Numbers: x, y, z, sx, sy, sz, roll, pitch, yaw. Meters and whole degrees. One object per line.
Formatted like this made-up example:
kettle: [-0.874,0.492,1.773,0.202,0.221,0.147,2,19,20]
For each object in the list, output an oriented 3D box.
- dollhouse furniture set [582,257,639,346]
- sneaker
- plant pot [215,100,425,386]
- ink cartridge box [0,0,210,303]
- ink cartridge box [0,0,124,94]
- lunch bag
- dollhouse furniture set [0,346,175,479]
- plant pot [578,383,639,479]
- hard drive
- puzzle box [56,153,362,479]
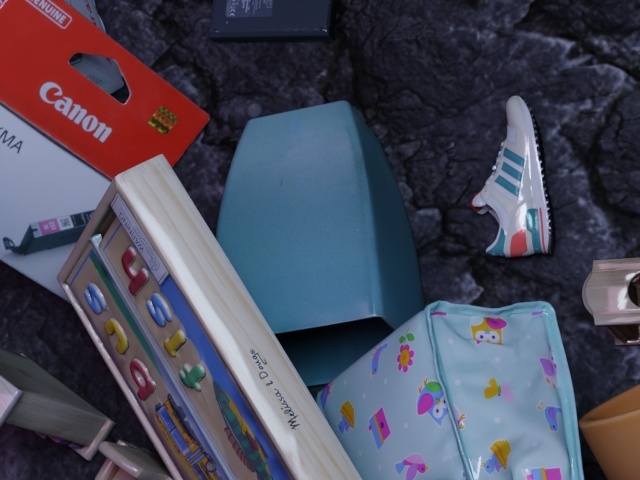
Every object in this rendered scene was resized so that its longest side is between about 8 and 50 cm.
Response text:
dollhouse furniture set: [0.279,-0.003,1.374,0.101,0.182,0.161,-4,75,20]
sneaker: [0.176,-0.059,1.497,0.075,0.057,0.161,-10,75,12]
plant pot: [0.000,0.000,1.498,0.165,0.166,0.234,-10,66,18]
ink cartridge box: [-0.255,-0.087,1.552,0.239,0.275,0.060,-51,40,2]
ink cartridge box: [-0.324,-0.242,1.638,0.100,0.237,0.172,-28,68,15]
lunch bag: [0.116,0.210,1.347,0.223,0.160,0.262,-42,53,54]
dollhouse furniture set: [-0.336,0.277,1.522,0.286,0.198,0.303,32,89,25]
plant pot: [0.378,0.180,1.250,0.291,0.291,0.203,-24,84,13]
hard drive: [-0.047,-0.255,1.654,0.135,0.022,0.094,2,76,21]
puzzle box: [-0.089,0.151,1.385,0.052,0.272,0.409,-28,81,-27]
